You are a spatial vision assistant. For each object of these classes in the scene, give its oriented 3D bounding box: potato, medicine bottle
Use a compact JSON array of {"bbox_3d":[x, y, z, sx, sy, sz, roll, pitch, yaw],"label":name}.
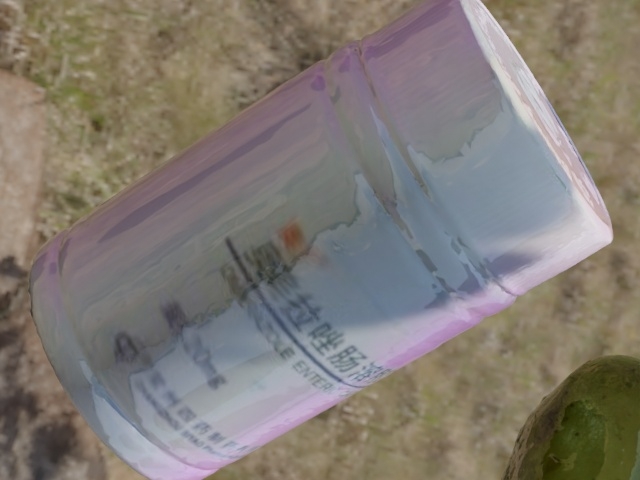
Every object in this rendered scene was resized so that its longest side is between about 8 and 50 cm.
[{"bbox_3d":[0.221,0.236,0.963,0.216,0.215,0.304,52,42,-63],"label":"potato"},{"bbox_3d":[0.000,0.000,0.663,0.152,0.254,0.152,51,18,-24],"label":"medicine bottle"}]
